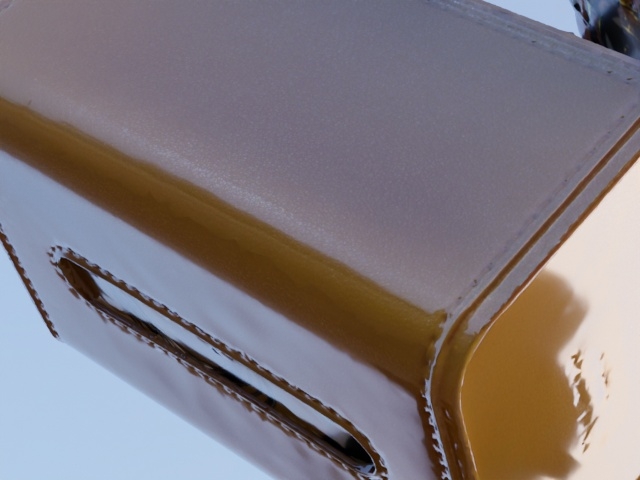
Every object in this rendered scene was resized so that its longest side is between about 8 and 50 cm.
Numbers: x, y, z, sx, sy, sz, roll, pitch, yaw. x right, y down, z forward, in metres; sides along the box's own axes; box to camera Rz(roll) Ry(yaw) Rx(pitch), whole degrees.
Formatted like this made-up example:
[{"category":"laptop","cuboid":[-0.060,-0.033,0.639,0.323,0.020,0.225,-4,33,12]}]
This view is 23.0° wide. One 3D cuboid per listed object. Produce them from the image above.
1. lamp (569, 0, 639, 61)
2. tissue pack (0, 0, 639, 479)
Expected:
[{"category":"lamp","cuboid":[0.368,-0.234,1.433,0.240,0.305,0.305,-34,-46,-10]},{"category":"tissue pack","cuboid":[0.000,0.000,0.624,0.274,0.145,0.194,27,-31,34]}]
